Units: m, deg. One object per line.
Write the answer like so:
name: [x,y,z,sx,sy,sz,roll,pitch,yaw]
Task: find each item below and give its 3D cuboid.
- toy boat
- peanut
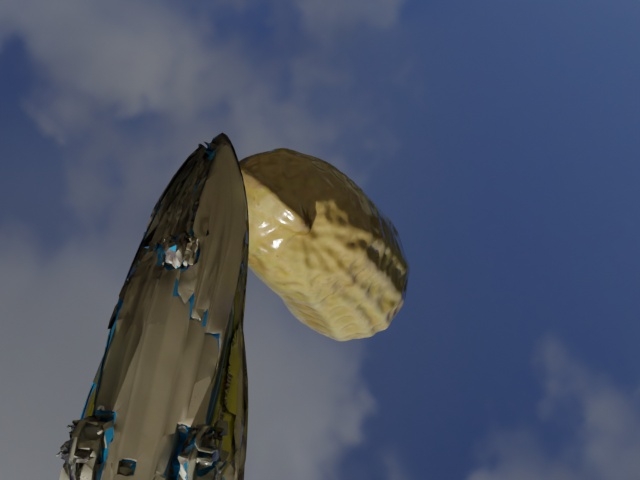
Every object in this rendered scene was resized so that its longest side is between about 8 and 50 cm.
toy boat: [-0.065,0.047,0.748,0.066,0.084,0.210,64,-145,-67]
peanut: [0.000,0.000,1.018,0.194,0.083,0.093,50,-157,-57]
